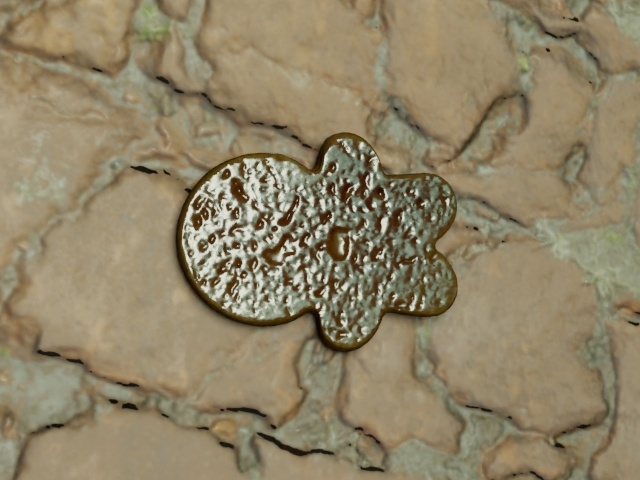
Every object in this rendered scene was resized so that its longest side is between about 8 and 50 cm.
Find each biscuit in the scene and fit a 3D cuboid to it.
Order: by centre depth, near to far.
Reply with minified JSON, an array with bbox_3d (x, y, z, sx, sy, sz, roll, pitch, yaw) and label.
[{"bbox_3d":[0.000,0.000,0.985,0.236,0.039,0.180,4,87,-17],"label":"biscuit"}]
